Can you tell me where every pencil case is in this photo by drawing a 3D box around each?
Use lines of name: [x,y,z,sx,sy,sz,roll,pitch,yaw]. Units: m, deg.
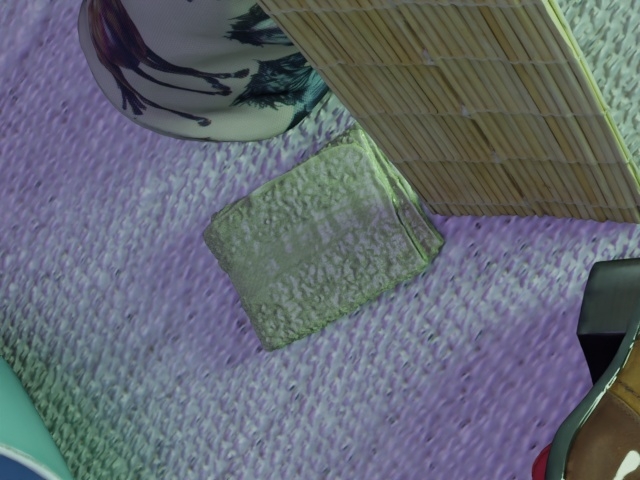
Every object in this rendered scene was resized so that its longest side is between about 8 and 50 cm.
pencil case: [-0.011,-0.190,0.963,0.410,0.183,0.160,135,124,-66]

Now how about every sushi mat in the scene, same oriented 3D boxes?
sushi mat: [0.086,-0.074,0.972,0.151,0.316,0.019,4,71,23]

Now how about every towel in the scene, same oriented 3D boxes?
towel: [0.000,0.000,1.163,0.148,0.027,0.110,-32,79,21]

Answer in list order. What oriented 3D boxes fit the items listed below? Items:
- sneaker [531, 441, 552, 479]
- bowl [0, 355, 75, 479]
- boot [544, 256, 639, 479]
sneaker: [0.185,0.217,1.029,0.087,0.128,0.221,-40,76,21]
bowl: [-0.311,0.164,1.193,0.311,0.311,0.163,-36,42,22]
boot: [0.275,0.124,0.964,0.280,0.096,0.264,1,50,24]
